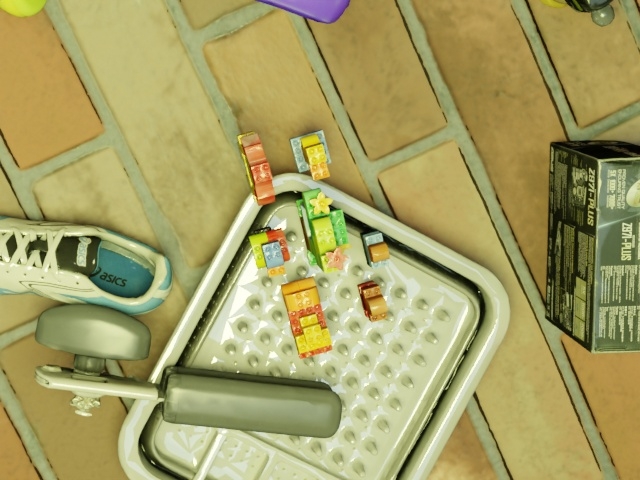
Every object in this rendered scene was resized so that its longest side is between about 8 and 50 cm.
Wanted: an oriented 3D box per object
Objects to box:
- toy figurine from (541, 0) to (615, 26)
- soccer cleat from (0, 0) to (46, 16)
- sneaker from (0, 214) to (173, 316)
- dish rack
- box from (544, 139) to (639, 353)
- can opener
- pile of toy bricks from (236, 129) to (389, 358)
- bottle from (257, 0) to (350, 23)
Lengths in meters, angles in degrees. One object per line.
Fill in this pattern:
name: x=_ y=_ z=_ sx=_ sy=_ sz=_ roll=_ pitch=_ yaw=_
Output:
toy figurine: x=0.310 y=-0.294 z=1.421 sx=0.209 sy=0.148 sz=0.213 roll=6 pitch=101 yaw=-4
soccer cleat: x=-0.330 y=-0.323 z=1.350 sx=0.121 sy=0.093 sz=0.289 roll=-18 pitch=109 yaw=25
sneaker: x=-0.248 y=0.014 z=1.399 sx=0.237 sy=0.086 sz=0.085 roll=10 pitch=62 yaw=-16
dish rack: x=-0.007 y=0.126 z=1.473 sx=0.285 sy=0.072 sz=0.333 roll=28 pitch=94 yaw=-12
box: x=0.270 y=0.002 z=1.457 sx=0.077 sy=0.147 sz=0.180 roll=-1 pitch=99 yaw=-8
can opener: x=-0.117 y=0.123 z=1.381 sx=0.280 sy=0.074 sz=0.093 roll=12 pitch=96 yaw=-11
pile of toy bricks: x=0.000 y=0.000 z=1.365 sx=0.118 sy=0.105 sz=0.212 roll=-16 pitch=101 yaw=-6
bottle: x=0.008 y=-0.341 z=1.384 sx=0.118 sy=0.092 sz=0.283 roll=18 pitch=96 yaw=-11
